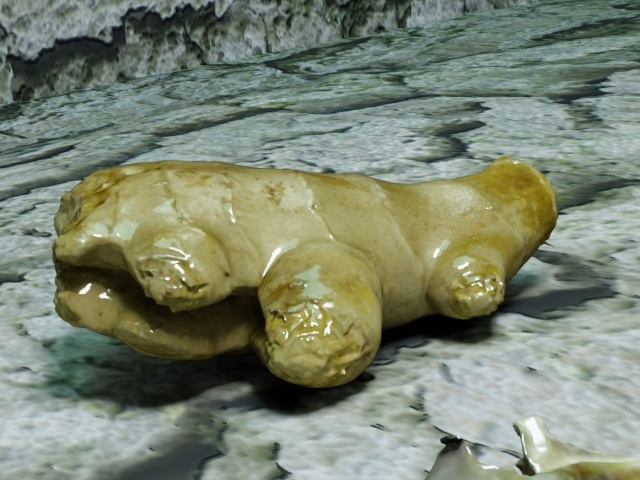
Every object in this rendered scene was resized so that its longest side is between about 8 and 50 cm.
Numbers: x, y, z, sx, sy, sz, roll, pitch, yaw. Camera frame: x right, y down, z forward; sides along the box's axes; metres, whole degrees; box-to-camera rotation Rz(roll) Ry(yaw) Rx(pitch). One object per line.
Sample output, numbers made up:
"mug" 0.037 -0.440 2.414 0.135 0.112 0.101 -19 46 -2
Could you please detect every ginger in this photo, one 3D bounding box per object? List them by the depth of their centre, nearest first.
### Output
"ginger" 0.006 0.002 0.984 0.375 0.166 0.236 -14 7 -7

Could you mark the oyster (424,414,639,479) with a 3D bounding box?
"oyster" -0.006 0.167 0.487 0.271 0.100 0.275 -3 27 19
